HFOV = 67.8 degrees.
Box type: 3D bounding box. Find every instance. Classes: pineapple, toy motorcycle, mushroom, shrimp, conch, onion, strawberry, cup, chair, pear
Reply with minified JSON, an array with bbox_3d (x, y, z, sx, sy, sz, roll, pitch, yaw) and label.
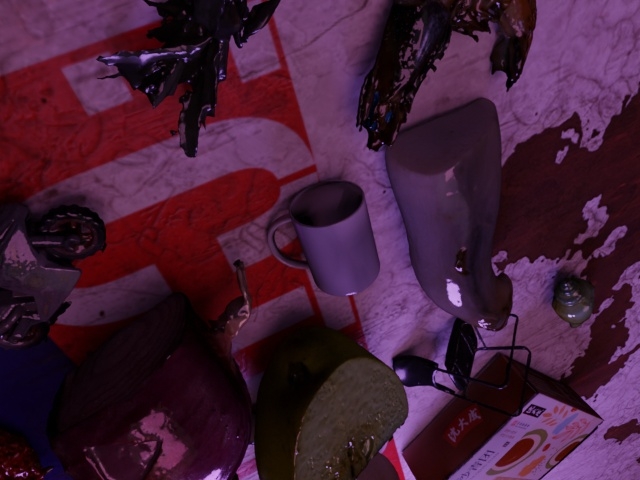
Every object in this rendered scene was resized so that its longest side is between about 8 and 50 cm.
[{"bbox_3d":[-0.079,-0.243,0.392,0.166,0.165,0.364,12,117,-31],"label":"pineapple"},{"bbox_3d":[-0.330,0.041,0.519,0.123,0.080,0.215,25,113,-36],"label":"toy motorcycle"},{"bbox_3d":[0.216,0.006,0.727,0.178,0.126,0.396,-29,126,-16],"label":"mushroom"},{"bbox_3d":[0.161,-0.223,0.583,0.222,0.054,0.290,21,103,-34],"label":"shrimp"},{"bbox_3d":[0.529,0.125,0.986,0.201,0.080,0.094,27,95,-54],"label":"conch"},{"bbox_3d":[-0.189,0.218,0.605,0.273,0.256,0.230,-21,116,17],"label":"onion"},{"bbox_3d":[-0.464,0.321,0.632,0.175,0.098,0.228,-7,125,-22],"label":"strawberry"},{"bbox_3d":[0.007,-0.006,0.649,0.099,0.136,0.133,-51,139,-32],"label":"cup"},{"bbox_3d":[0.270,0.228,0.919,0.140,0.221,0.145,54,48,-39],"label":"chair"},{"bbox_3d":[-0.010,0.258,0.746,0.293,0.160,0.292,-16,112,-44],"label":"pear"}]

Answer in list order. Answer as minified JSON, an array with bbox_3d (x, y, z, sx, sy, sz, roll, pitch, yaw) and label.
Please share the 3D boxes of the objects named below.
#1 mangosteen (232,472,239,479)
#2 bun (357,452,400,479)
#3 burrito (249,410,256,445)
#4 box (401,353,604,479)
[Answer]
[{"bbox_3d":[-0.216,0.405,0.738,0.211,0.211,0.250,25,109,-36],"label":"mangosteen"},{"bbox_3d":[0.070,0.587,0.971,0.299,0.165,0.298,-27,133,-34],"label":"bun"},{"bbox_3d":[-0.135,0.314,0.808,0.230,0.063,0.058,35,69,-38],"label":"burrito"},{"bbox_3d":[0.448,0.476,1.154,0.385,0.122,0.344,28,108,-36],"label":"box"}]
